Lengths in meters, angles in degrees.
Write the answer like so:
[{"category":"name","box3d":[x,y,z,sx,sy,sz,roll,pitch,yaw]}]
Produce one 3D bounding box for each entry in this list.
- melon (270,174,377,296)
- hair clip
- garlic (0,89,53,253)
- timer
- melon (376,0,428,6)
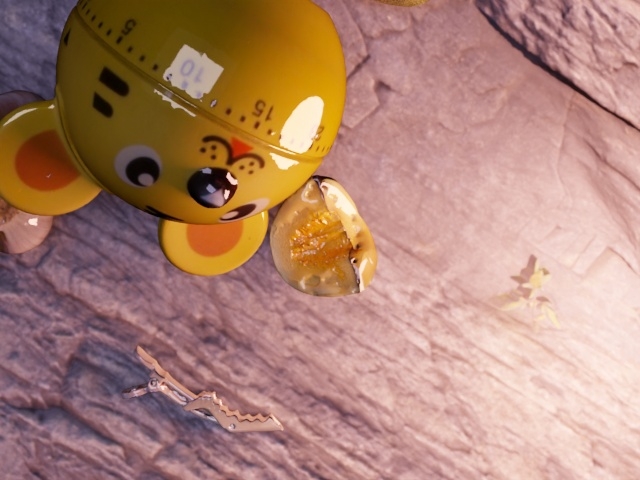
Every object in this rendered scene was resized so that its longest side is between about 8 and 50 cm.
[{"category":"melon","box3d":[0.000,0.000,1.404,0.128,0.079,0.160,-22,90,21]},{"category":"hair clip","box3d":[-0.160,0.222,1.428,0.226,0.034,0.072,27,96,-4]},{"category":"garlic","box3d":[-0.442,-0.080,1.333,0.256,0.207,0.207,-3,93,6]},{"category":"timer","box3d":[-0.157,-0.148,1.264,0.376,0.376,0.387,33,102,-2]},{"category":"melon","box3d":[0.080,-0.358,1.371,0.162,0.099,0.099,24,92,-7]}]
